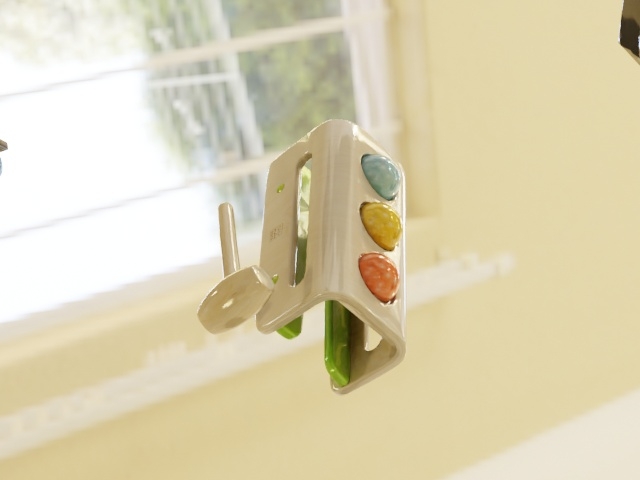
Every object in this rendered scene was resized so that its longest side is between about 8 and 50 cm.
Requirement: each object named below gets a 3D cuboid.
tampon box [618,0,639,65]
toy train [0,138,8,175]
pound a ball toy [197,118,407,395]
[{"bbox_3d":[0.323,-0.190,1.378,0.161,0.120,0.101,-32,-117,-11],"label":"tampon box"},{"bbox_3d":[-0.450,-0.130,2.196,0.080,0.105,0.184,-15,162,20],"label":"toy train"},{"bbox_3d":[0.000,0.000,1.829,0.135,0.208,0.319,-33,-148,27],"label":"pound a ball toy"}]
